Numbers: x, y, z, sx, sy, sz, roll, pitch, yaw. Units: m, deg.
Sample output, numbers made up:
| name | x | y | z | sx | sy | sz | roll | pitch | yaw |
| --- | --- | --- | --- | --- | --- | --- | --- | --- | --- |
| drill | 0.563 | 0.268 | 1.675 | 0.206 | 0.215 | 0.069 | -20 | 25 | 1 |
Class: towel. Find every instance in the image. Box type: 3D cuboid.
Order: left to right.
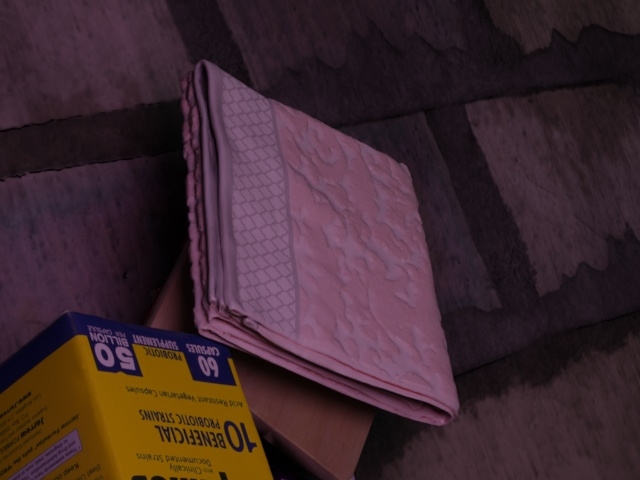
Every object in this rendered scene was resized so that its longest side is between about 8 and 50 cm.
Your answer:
| name | x | y | z | sx | sy | sz | roll | pitch | yaw |
| --- | --- | --- | --- | --- | --- | --- | --- | --- | --- |
| towel | 0.000 | 0.000 | 1.539 | 0.317 | 0.053 | 0.332 | 25 | 41 | -35 |

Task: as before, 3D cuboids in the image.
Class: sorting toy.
| name | x | y | z | sx | sy | sz | roll | pitch | yaw |
| --- | --- | --- | --- | --- | --- | --- | --- | --- | --- |
| sorting toy | -0.053 | 0.089 | 1.569 | 0.255 | 0.089 | 0.257 | 40 | 47 | -18 |

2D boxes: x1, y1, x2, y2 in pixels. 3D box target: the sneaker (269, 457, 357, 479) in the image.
| name | x | y | z | sx | sy | sz | roll | pitch | yaw |
| --- | --- | --- | --- | --- | --- | --- | --- | --- | --- |
| sneaker | 0.006 | 0.322 | 1.573 | 0.098 | 0.083 | 0.224 | -14 | 74 | -22 |

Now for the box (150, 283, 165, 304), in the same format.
| name | x | y | z | sx | sy | sz | roll | pitch | yaw |
| --- | --- | --- | --- | --- | --- | --- | --- | --- | --- |
| box | -0.109 | 0.098 | 1.601 | 0.137 | 0.027 | 0.094 | 7 | 64 | -38 |

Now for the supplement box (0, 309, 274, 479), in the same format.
| name | x | y | z | sx | sy | sz | roll | pitch | yaw |
| --- | --- | --- | --- | --- | --- | --- | --- | --- | --- |
| supplement box | -0.155 | 0.266 | 1.293 | 0.194 | 0.195 | 0.357 | 14 | 47 | -50 |
